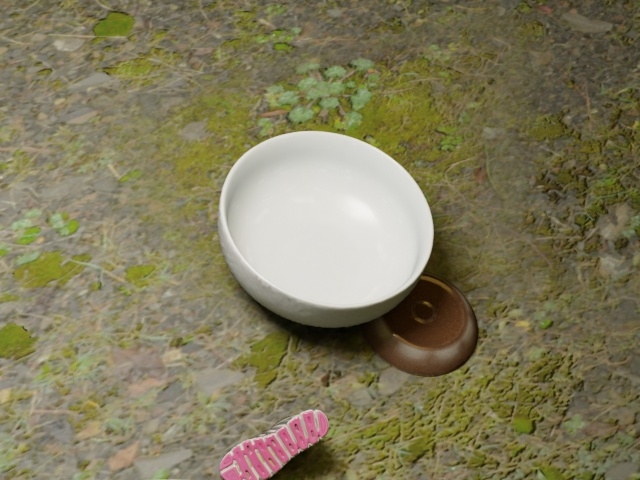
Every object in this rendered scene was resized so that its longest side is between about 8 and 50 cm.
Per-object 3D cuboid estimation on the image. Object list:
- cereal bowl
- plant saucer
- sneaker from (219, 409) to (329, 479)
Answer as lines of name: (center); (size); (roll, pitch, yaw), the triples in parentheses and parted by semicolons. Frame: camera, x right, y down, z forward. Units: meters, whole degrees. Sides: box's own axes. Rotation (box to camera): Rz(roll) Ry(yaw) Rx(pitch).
cereal bowl: (0.000, 0.000, 2.140); (0.338, 0.141, 0.339); (6, 52, -8)
plant saucer: (0.160, 0.120, 2.167); (0.198, 0.036, 0.199); (7, 53, -10)
sneaker: (-0.066, 0.299, 1.965); (0.170, 0.075, 0.063); (-30, 84, -7)
